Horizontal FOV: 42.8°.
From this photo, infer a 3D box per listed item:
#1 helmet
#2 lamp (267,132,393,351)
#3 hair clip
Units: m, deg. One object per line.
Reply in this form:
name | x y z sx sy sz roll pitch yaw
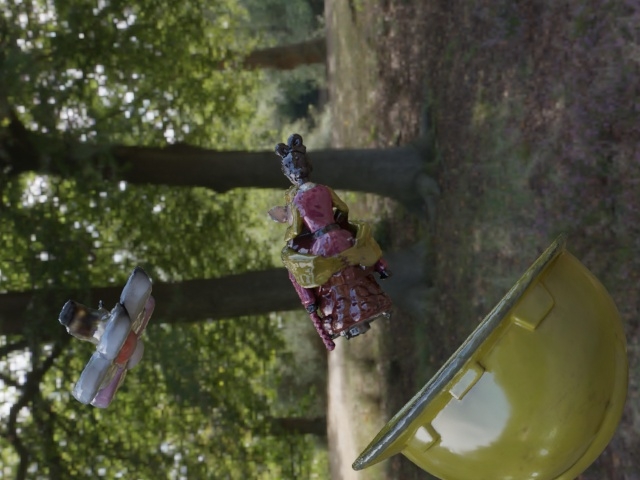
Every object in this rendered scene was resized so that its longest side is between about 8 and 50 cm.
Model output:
helmet | 0.160 0.128 0.656 0.257 0.140 0.205 -53 -12 14
lamp | 0.000 0.000 1.011 0.253 0.118 0.118 62 174 8
hair clip | -0.225 0.109 0.885 0.257 0.075 0.146 102 -176 -73
